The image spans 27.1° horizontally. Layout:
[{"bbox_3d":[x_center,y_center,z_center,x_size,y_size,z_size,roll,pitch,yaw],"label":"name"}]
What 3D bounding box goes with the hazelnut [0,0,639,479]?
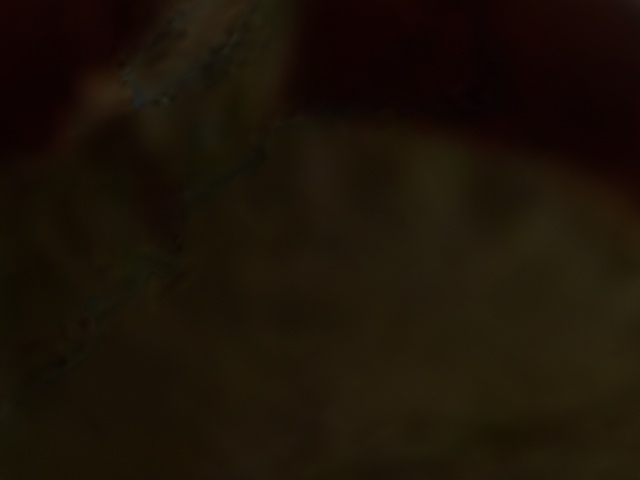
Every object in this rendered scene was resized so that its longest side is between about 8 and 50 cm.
[{"bbox_3d":[0.000,0.000,0.506,0.359,0.409,0.359,51,9,-12],"label":"hazelnut"}]
